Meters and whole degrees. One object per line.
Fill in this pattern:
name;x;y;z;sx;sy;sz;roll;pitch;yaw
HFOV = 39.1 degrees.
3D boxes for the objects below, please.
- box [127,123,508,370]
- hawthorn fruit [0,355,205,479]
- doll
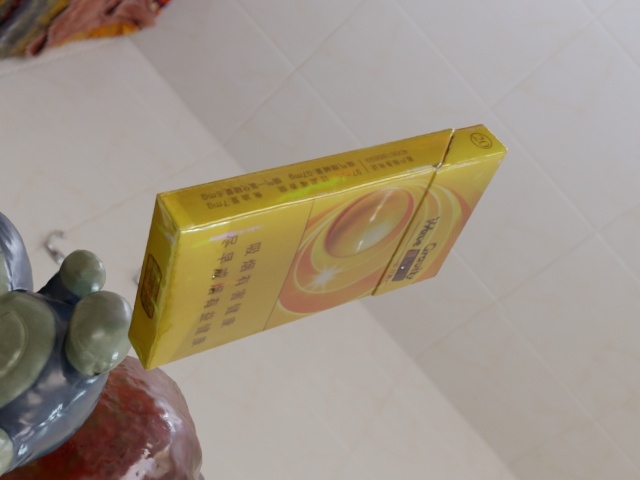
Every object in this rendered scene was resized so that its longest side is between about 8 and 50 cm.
box;0.000;0.000;0.648;0.269;0.043;0.152;-16;147;-33
hawthorn fruit;-0.328;0.351;1.137;0.403;0.403;0.403;-41;-179;1
doll;-0.296;0.072;0.756;0.228;0.258;0.154;-48;168;-13
